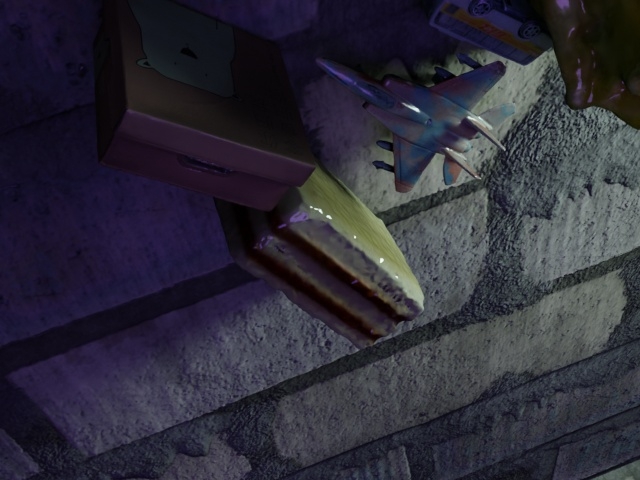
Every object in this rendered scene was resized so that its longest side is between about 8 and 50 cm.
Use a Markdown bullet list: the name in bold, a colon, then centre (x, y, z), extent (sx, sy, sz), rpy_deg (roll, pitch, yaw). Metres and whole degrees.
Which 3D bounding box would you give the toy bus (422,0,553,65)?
- **toy bus**: centre (0.212, -0.283, 0.903), extent (0.190, 0.064, 0.075), rpy_deg (10, 148, -31)

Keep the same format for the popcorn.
- **popcorn**: centre (0.390, -0.293, 0.829), extent (0.312, 0.312, 0.312), rpy_deg (-12, 134, -13)

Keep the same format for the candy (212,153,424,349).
- **candy**: centre (0.000, 0.000, 0.991), extent (0.135, 0.179, 0.320), rpy_deg (-36, 134, 13)

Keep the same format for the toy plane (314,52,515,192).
- **toy plane**: centre (0.114, -0.175, 0.935), extent (0.326, 0.104, 0.223), rpy_deg (22, 118, -33)

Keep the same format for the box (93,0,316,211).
- **box**: centre (-0.130, -0.150, 0.771), extent (0.215, 0.215, 0.086), rpy_deg (13, 135, -33)
